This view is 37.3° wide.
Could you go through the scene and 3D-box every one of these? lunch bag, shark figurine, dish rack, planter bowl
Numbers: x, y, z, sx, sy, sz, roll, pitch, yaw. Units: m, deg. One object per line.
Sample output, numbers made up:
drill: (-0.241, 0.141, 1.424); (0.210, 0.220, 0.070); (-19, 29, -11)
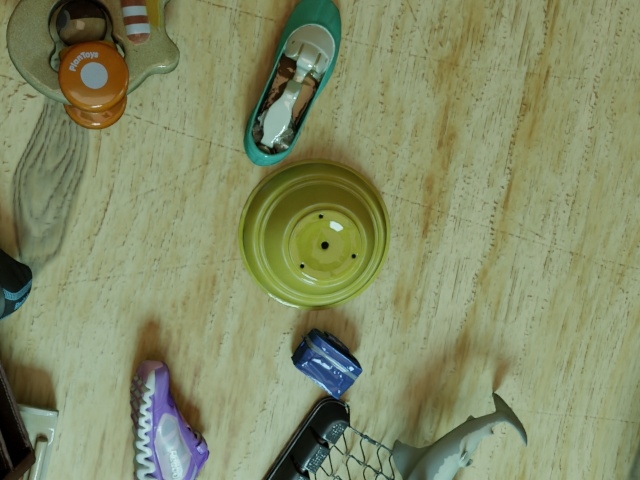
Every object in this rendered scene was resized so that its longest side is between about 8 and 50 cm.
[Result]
lunch bag: (0.008, 0.167, 1.335); (0.098, 0.067, 0.065); (39, 91, -12)
shark figurine: (0.164, 0.295, 1.317); (0.278, 0.116, 0.166); (-47, 135, -16)
dish rack: (0.064, 0.380, 1.381); (0.272, 0.074, 0.208); (33, 94, -15)
planter bowl: (0.000, 0.000, 1.294); (0.217, 0.090, 0.217); (-2, 99, -10)

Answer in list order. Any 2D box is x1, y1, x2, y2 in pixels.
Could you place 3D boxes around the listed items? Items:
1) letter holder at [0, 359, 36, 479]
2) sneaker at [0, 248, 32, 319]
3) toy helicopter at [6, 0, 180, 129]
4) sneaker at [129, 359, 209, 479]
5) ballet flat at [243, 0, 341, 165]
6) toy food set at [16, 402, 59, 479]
letter holder: (-0.540, 0.234, 1.146); (0.302, 0.152, 0.214); (-17, 95, 4)
sneaker: (-0.523, -0.002, 1.198); (0.341, 0.140, 0.125); (38, 111, 5)
toy helicopter: (-0.242, -0.324, 1.199); (0.355, 0.140, 0.235); (-41, 95, -12)
sneaker: (-0.207, 0.274, 1.310); (0.105, 0.095, 0.236); (-4, 105, -16)
ballet flat: (-0.030, -0.210, 1.254); (0.083, 0.087, 0.247); (22, 95, -12)
toy food set: (-0.490, 0.348, 1.269); (0.220, 0.092, 0.306); (13, 97, -12)
